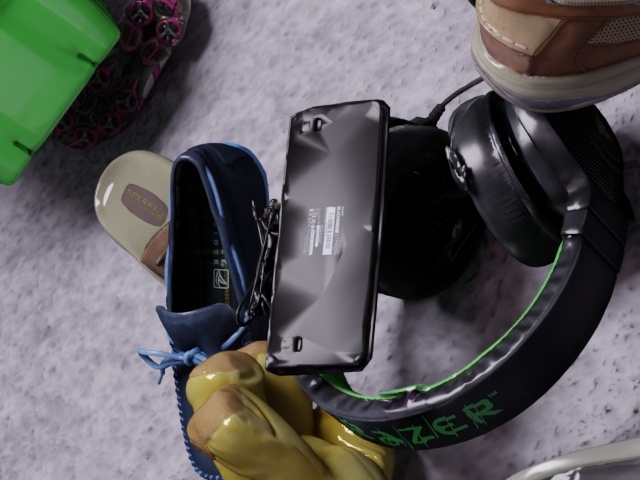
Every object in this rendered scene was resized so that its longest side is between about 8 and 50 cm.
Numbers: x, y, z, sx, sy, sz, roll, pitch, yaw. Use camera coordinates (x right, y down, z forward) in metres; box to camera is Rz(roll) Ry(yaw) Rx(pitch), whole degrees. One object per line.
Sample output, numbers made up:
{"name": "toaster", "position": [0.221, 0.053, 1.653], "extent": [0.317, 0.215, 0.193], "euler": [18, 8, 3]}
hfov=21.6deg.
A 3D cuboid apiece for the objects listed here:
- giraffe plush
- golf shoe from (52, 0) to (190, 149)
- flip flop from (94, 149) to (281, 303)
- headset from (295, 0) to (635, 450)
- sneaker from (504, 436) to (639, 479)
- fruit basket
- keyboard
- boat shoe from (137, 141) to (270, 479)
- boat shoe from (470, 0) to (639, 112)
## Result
{"name": "giraffe plush", "position": [-0.032, 0.197, 1.156], "extent": [0.210, 0.181, 0.170], "euler": [40, 109, 13]}
{"name": "golf shoe", "position": [-0.179, -0.160, 1.552], "extent": [0.186, 0.067, 0.086], "euler": [-48, 10, 19]}
{"name": "flip flop", "position": [-0.109, -0.013, 1.375], "extent": [0.277, 0.080, 0.112], "euler": [30, 88, 43]}
{"name": "headset", "position": [0.083, -0.054, 1.148], "extent": [0.243, 0.185, 0.394], "euler": [-15, 47, 36]}
{"name": "sneaker", "position": [0.184, 0.187, 0.992], "extent": [0.222, 0.083, 0.118], "euler": [-25, 52, 29]}
{"name": "fruit basket", "position": [-0.391, -0.228, 1.496], "extent": [0.283, 0.392, 0.392], "euler": [-53, 43, 6]}
{"name": "keyboard", "position": [0.000, 0.000, 1.127], "extent": [0.100, 0.038, 0.192], "euler": [-3, 68, 22]}
{"name": "boat shoe", "position": [-0.092, 0.056, 1.262], "extent": [0.109, 0.089, 0.258], "euler": [-10, 85, 28]}
{"name": "boat shoe", "position": [0.247, -0.186, 1.048], "extent": [0.324, 0.116, 0.123], "euler": [-25, 53, -10]}
